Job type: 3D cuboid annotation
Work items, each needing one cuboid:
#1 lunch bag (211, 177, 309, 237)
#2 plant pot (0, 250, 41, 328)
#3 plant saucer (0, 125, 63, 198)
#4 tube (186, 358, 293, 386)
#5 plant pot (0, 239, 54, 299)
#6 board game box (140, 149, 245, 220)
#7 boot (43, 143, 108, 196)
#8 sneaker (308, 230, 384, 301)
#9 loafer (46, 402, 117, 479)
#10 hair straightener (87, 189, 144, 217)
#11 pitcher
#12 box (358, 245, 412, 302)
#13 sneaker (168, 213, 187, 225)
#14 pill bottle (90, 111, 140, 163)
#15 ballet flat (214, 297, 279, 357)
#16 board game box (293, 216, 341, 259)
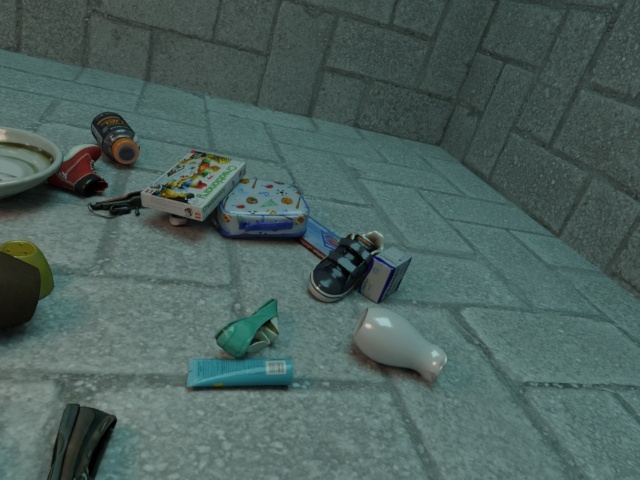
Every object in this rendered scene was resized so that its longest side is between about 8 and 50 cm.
[{"bbox_3d":[-0.197,-0.098,1.577,0.303,0.115,0.243,-2,37,-21],"label":"lunch bag"},{"bbox_3d":[-0.646,0.087,0.884,0.230,0.215,0.215,14,22,-43],"label":"plant pot"},{"bbox_3d":[-0.923,-0.198,1.337,0.401,0.100,0.400,10,30,-6],"label":"plant saucer"},{"bbox_3d":[-0.160,0.264,0.987,0.207,0.052,0.080,4,19,-15],"label":"tube"},{"bbox_3d":[-0.637,0.056,1.037,0.134,0.095,0.134,15,26,-7],"label":"plant pot"},{"bbox_3d":[-0.376,-0.175,1.499,0.193,0.053,0.305,14,37,9],"label":"board game box"},{"bbox_3d":[-0.721,-0.218,1.547,0.176,0.088,0.244,19,34,2],"label":"boot"},{"bbox_3d":[0.082,0.057,1.424,0.126,0.127,0.321,38,36,12],"label":"sneaker"},{"bbox_3d":[-0.336,0.335,0.685,0.084,0.096,0.267,13,23,-23],"label":"loafer"},{"bbox_3d":[-0.573,-0.110,1.462,0.089,0.047,0.230,34,30,31],"label":"hair straightener"},{"bbox_3d":[0.184,0.240,1.187,0.207,0.125,0.178,28,5,-2],"label":"pitcher"},{"bbox_3d":[0.191,0.099,1.440,0.072,0.126,0.137,32,30,24],"label":"box"},{"bbox_3d":[-0.443,-0.117,1.524,0.072,0.077,0.178,0,30,-35],"label":"sneaker"},{"bbox_3d":[-0.731,-0.363,1.771,0.130,0.130,0.246,-4,34,-38],"label":"pill bottle"},{"bbox_3d":[-0.140,0.199,1.084,0.087,0.083,0.247,45,19,8],"label":"ballet flat"},{"bbox_3d":[0.000,0.000,1.629,0.145,0.027,0.281,-14,40,-44],"label":"board game box"}]
